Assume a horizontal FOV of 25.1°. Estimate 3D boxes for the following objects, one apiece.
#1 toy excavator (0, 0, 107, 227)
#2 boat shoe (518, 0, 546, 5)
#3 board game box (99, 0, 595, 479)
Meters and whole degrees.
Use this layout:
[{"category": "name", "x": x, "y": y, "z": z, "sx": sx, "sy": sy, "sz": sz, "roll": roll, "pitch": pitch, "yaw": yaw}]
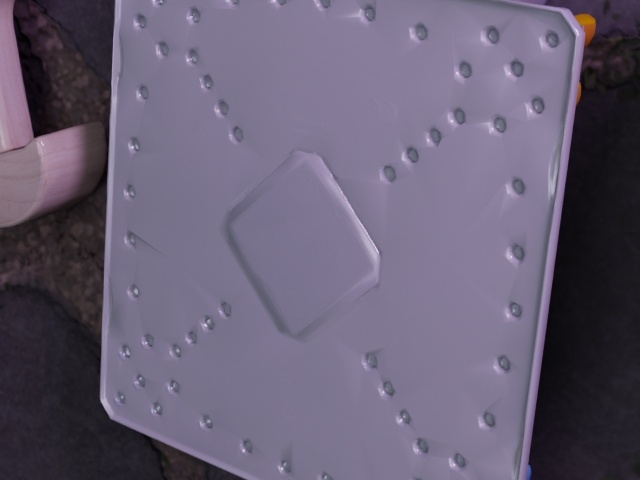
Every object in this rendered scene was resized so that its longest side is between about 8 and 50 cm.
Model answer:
[{"category": "toy excavator", "x": -0.241, "y": -0.289, "z": 1.139, "sx": 0.445, "sy": 0.222, "sz": 0.433, "roll": -42, "pitch": 80, "yaw": 37}, {"category": "boat shoe", "x": 0.155, "y": -0.287, "z": 1.000, "sx": 0.102, "sy": 0.108, "sz": 0.301, "roll": 31, "pitch": 115, "yaw": 16}, {"category": "board game box", "x": 0.000, "y": 0.000, "z": 1.036, "sx": 0.390, "sy": 0.050, "sz": 0.390, "roll": 17, "pitch": 111, "yaw": 35}]
